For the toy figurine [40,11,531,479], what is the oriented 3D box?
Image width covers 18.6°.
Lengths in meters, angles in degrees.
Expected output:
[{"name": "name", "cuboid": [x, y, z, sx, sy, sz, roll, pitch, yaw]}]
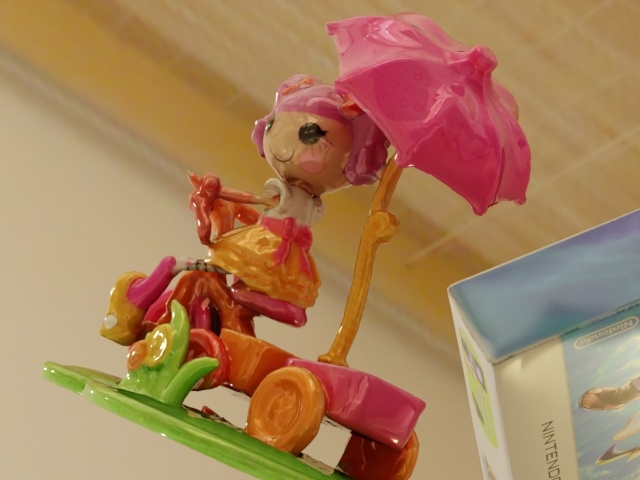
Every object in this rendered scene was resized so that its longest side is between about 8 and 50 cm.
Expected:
[{"name": "toy figurine", "cuboid": [0.000, 0.000, 0.644, 0.130, 0.173, 0.159, 29, -99, -41]}]

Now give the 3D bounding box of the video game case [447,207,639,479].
[{"name": "video game case", "cuboid": [0.215, 0.068, 1.062, 0.269, 0.244, 0.061, -22, -129, -5]}]
